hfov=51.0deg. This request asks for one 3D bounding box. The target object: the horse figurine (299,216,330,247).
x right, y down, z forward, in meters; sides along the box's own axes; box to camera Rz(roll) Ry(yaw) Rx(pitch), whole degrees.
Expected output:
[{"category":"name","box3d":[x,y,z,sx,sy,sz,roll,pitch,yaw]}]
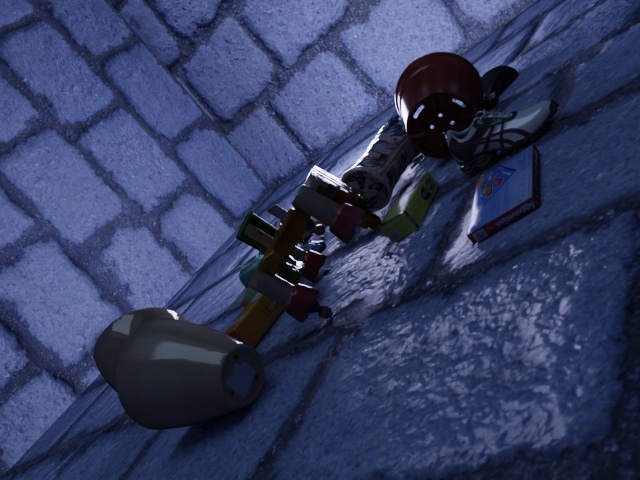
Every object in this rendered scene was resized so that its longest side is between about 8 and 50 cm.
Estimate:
[{"category":"horse figurine","box3d":[-0.030,-0.042,2.319,0.263,0.066,0.174,-28,26,21]}]

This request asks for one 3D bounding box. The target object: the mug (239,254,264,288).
[{"category":"mug","box3d":[-0.206,0.104,2.297,0.158,0.097,0.129,-33,13,35]}]

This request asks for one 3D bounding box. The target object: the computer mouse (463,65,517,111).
[{"category":"computer mouse","box3d":[0.545,-0.497,2.186,0.272,0.072,0.188,-47,12,-30]}]

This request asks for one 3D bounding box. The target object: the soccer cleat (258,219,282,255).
[{"category":"soccer cleat","box3d":[-0.164,0.022,2.517,0.116,0.109,0.318,-59,3,31]}]

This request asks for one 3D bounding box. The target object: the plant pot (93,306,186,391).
[{"category":"plant pot","box3d":[-0.482,0.360,1.920,0.284,0.284,0.191,-40,48,3]}]

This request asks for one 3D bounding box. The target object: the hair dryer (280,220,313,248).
[{"category":"hair dryer","box3d":[-0.006,-0.081,2.450,0.294,0.080,0.223,-38,41,13]}]

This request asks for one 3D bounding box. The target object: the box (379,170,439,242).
[{"category":"box","box3d":[0.229,-0.088,1.706,0.087,0.058,0.232,-33,14,36]}]

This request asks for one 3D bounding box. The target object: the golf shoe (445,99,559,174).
[{"category":"golf shoe","box3d":[0.423,-0.263,1.584,0.273,0.120,0.105,-32,13,33]}]

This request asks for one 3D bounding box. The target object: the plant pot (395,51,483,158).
[{"category":"plant pot","box3d":[0.354,-0.383,1.970,0.272,0.272,0.265,-36,21,24]}]

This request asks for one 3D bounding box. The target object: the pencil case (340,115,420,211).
[{"category":"pencil case","box3d":[0.204,-0.245,2.122,0.183,0.160,0.410,-56,-2,41]}]

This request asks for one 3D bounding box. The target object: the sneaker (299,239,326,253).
[{"category":"sneaker","box3d":[-0.041,0.043,2.118,0.078,0.067,0.188,-23,-2,-33]}]

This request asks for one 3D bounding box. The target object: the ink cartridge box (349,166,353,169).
[{"category":"ink cartridge box","box3d":[0.180,-0.264,2.429,0.115,0.067,0.198,-28,2,-17]}]

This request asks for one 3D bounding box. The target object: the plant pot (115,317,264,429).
[{"category":"plant pot","box3d":[-0.263,0.297,1.484,0.274,0.256,0.256,-7,31,39]}]

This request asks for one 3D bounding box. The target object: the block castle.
[{"category":"block castle","box3d":[0.000,0.000,1.680,0.303,0.213,0.453,-61,2,11]}]

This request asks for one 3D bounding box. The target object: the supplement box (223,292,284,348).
[{"category":"supplement box","box3d":[-0.169,0.205,1.850,0.080,0.078,0.233,-33,13,47]}]

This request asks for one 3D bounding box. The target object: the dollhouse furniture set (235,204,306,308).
[{"category":"dollhouse furniture set","box3d":[-0.187,0.052,2.089,0.198,0.151,0.301,-25,38,56]}]

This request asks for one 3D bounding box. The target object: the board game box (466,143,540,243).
[{"category":"board game box","box3d":[0.372,-0.099,1.352,0.145,0.027,0.281,-33,14,30]}]
